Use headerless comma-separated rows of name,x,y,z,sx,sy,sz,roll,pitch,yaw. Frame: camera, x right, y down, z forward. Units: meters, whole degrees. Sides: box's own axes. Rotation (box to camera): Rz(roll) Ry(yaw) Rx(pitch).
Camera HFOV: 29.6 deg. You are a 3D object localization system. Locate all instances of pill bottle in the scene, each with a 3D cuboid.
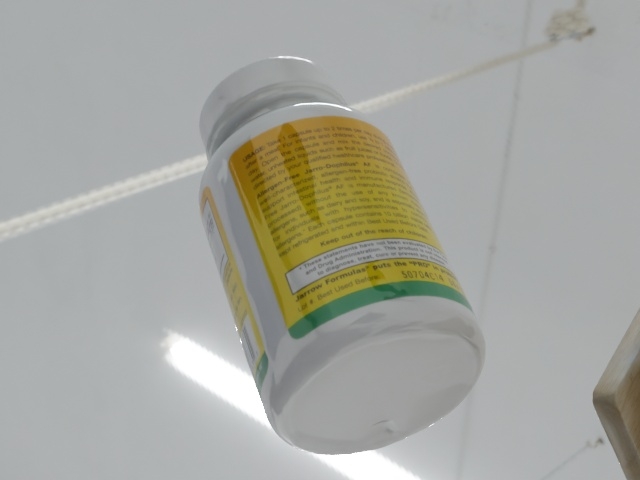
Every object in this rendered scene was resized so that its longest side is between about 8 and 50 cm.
pill bottle,0.000,0.000,0.660,0.118,0.117,0.208,-63,-143,40

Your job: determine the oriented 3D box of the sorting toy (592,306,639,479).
sorting toy,0.188,0.086,0.562,0.046,0.274,0.132,-7,-60,42
